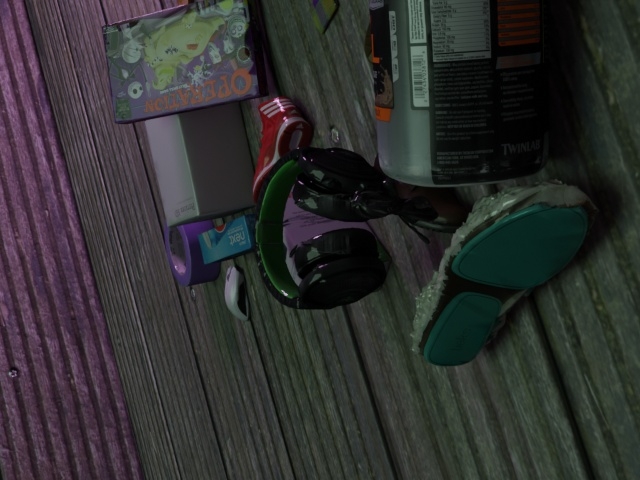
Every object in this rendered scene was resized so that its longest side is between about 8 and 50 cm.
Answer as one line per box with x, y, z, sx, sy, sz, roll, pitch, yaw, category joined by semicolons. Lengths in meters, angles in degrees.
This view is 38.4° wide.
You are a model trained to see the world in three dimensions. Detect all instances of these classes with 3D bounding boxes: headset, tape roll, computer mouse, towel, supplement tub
0.006;-0.024;1.314;0.394;0.185;0.243;-7;82;52;headset
-0.321;0.017;2.295;0.189;0.080;0.189;37;133;53;tape roll
-0.204;0.098;2.134;0.106;0.042;0.193;0;101;62;computer mouse
0.006;-0.394;1.550;0.060;0.009;0.083;68;153;19;towel
0.161;-0.244;1.078;0.207;0.207;0.338;21;118;60;supplement tub

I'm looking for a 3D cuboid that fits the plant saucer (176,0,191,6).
-0.312;-0.565;2.111;0.083;0.015;0.083;34;129;55;plant saucer

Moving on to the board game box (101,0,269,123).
-0.276;-0.362;1.846;0.346;0.056;0.208;-7;96;25;board game box

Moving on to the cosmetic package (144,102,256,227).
-0.274;-0.235;2.010;0.217;0.156;0.385;-18;83;61;cosmetic package

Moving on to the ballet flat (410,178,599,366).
0.210;0.021;1.187;0.147;0.147;0.409;65;151;25;ballet flat

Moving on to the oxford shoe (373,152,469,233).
0.142;-0.084;1.325;0.227;0.082;0.096;46;135;46;oxford shoe

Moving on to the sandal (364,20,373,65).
0.119;-0.328;1.317;0.072;0.049;0.180;45;124;40;sandal

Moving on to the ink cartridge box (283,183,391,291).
0.000;0.000;1.564;0.208;0.153;0.087;59;149;36;ink cartridge box

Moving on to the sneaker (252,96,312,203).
-0.084;-0.179;1.762;0.221;0.087;0.128;-59;39;38;sneaker

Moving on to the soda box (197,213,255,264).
-0.183;-0.004;1.985;0.210;0.067;0.071;-19;84;53;soda box
